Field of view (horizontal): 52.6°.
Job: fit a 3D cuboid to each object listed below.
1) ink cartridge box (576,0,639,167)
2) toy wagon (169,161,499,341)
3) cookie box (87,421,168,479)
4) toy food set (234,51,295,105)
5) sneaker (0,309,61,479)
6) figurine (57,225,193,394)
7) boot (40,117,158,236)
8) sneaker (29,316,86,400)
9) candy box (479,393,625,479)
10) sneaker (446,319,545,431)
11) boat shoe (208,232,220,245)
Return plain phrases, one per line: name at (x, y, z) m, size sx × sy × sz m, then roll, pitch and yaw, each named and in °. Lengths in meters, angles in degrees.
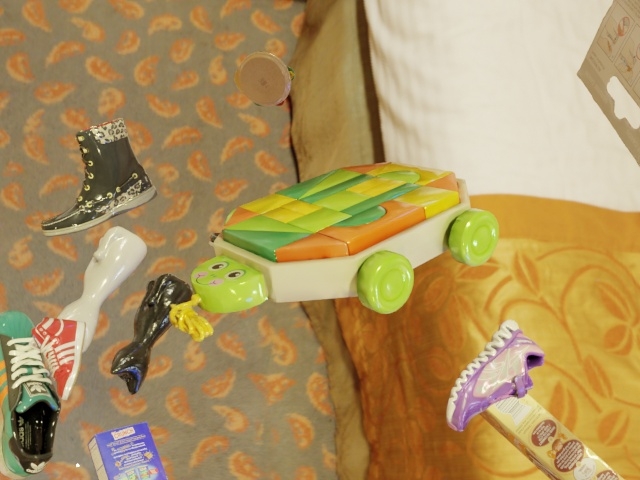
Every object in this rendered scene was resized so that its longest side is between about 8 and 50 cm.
ink cartridge box at (0.306, -0.184, 0.524) m, size 0.056 × 0.224 × 0.181 m, roll 1°, pitch 46°, yaw -7°
toy wagon at (0.000, 0.000, 0.677) m, size 0.344 × 0.267 × 0.068 m, roll -23°, pitch 115°, yaw -31°
cookie box at (-0.296, 0.344, 0.998) m, size 0.092 × 0.040 × 0.107 m, roll -1°, pitch 55°, yaw -46°
toy food set at (-0.080, -0.232, 0.937) m, size 0.082 × 0.083 × 0.020 m, roll 37°, pitch 35°, yaw -8°
sneaker at (-0.516, 0.259, 1.147) m, size 0.108 × 0.121 × 0.302 m, roll 4°, pitch 65°, yaw -48°
figurine at (-0.332, 0.118, 1.086) m, size 0.215 × 0.092 × 0.209 m, roll 53°, pitch 42°, yaw -38°
boot at (-0.457, -0.123, 1.270) m, size 0.236 × 0.085 × 0.178 m, roll -27°, pitch 113°, yaw -25°
sneaker at (-0.347, 0.150, 0.841) m, size 0.067 × 0.042 × 0.118 m, roll 18°, pitch 39°, yaw -27°
candy box at (0.455, 0.411, 1.344) m, size 0.316 × 0.183 × 0.087 m, roll 43°, pitch 83°, yaw 15°
sneaker at (0.316, 0.250, 1.151) m, size 0.104 × 0.095 × 0.236 m, roll 32°, pitch 64°, yaw 30°
boat shoe at (-0.143, -0.017, 1.452) m, size 0.233 × 0.084 × 0.079 m, roll -5°, pitch 106°, yaw -34°
